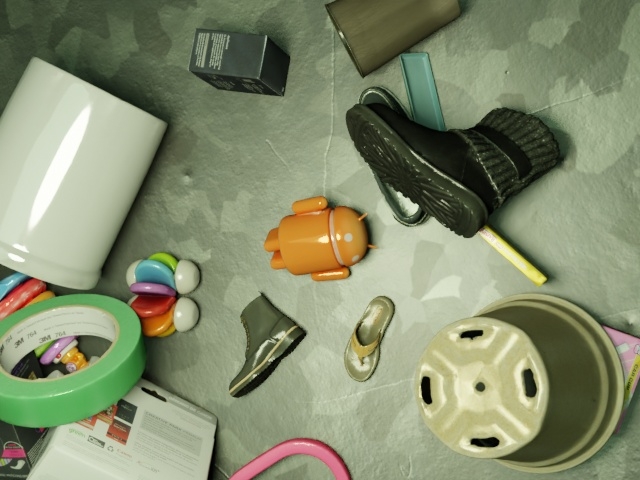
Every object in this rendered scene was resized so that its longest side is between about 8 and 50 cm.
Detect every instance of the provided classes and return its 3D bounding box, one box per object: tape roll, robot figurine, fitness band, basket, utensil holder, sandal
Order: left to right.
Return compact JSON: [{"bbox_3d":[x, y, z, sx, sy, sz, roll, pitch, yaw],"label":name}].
[{"bbox_3d":[-0.506,0.226,1.601,0.321,0.321,0.077,6,122,16],"label":"tape roll"},{"bbox_3d":[-0.534,-0.140,1.702,0.327,0.327,0.385,28,92,15],"label":"utensil holder"},{"bbox_3d":[-0.075,0.530,1.660,0.291,0.054,0.209,-34,83,5],"label":"fitness band"},{"bbox_3d":[-0.001,-0.001,1.639,0.219,0.128,0.158,-10,78,15],"label":"robot figurine"},{"bbox_3d":[0.094,0.196,1.645,0.072,0.049,0.180,23,94,15],"label":"sandal"},{"bbox_3d":[0.145,-0.445,1.607,0.227,0.204,0.154,-27,123,5],"label":"basket"}]

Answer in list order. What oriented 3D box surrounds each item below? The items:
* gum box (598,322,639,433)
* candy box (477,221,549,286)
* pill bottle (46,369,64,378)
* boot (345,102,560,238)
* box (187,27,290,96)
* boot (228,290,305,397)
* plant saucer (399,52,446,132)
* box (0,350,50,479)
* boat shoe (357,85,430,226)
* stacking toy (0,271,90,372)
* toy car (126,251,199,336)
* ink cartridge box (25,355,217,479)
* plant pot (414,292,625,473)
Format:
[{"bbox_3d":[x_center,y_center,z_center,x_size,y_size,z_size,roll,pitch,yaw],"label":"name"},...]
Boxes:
[{"bbox_3d":[0.525,0.256,1.515,0.107,0.062,0.188,21,93,16],"label":"gum box"},{"bbox_3d":[0.347,0.010,1.554,0.206,0.105,0.027,43,105,14],"label":"candy box"},{"bbox_3d":[-0.542,0.336,1.778,0.067,0.067,0.120,-37,118,11],"label":"pill bottle"},{"bbox_3d":[0.244,-0.186,1.530,0.348,0.131,0.260,42,67,13],"label":"boot"},{"bbox_3d":[-0.165,-0.365,1.688,0.158,0.156,0.093,10,89,16],"label":"box"},{"bbox_3d":[-0.145,0.217,1.707,0.198,0.077,0.137,-44,72,-4],"label":"boot"},{"bbox_3d":[0.203,-0.282,1.637,0.067,0.018,0.192,-9,84,-25],"label":"plant saucer"},{"bbox_3d":[-0.684,0.361,1.750,0.165,0.143,0.270,-2,117,15],"label":"box"},{"bbox_3d":[0.146,-0.175,1.625,0.114,0.091,0.302,-25,81,13],"label":"boat shoe"},{"bbox_3d":[-0.598,0.211,1.804,0.302,0.166,0.175,45,103,-2],"label":"stacking toy"},{"bbox_3d":[-0.348,0.115,1.727,0.159,0.136,0.182,1,88,16],"label":"toy car"},{"bbox_3d":[-0.379,0.413,1.626,0.309,0.272,0.130,31,117,-15],"label":"ink cartridge box"},{"bbox_3d":[0.322,0.246,1.406,0.334,0.305,0.334,-5,80,30],"label":"plant pot"}]
